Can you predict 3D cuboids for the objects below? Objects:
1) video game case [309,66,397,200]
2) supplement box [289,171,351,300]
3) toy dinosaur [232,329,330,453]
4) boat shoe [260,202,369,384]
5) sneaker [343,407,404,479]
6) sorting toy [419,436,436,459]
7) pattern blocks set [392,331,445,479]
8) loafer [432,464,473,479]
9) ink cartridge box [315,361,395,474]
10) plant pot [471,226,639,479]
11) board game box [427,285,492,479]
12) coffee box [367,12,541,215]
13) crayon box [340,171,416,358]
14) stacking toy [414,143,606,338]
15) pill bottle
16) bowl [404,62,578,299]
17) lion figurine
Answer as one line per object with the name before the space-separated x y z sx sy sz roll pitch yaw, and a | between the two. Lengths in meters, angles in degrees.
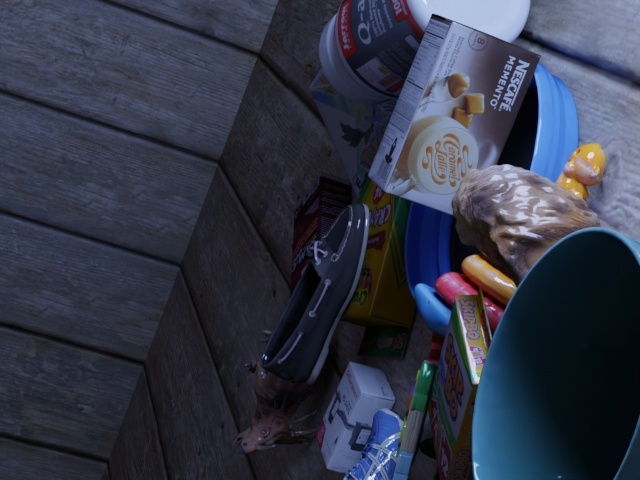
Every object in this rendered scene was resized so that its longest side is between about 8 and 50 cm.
video game case | 0.107 -0.261 2.316 0.329 0.036 0.300 -53 51 47
supplement box | 0.000 0.000 2.533 0.130 0.073 0.239 127 154 -45
toy dinosaur | -0.047 0.260 2.363 0.295 0.127 0.200 -59 26 3
boat shoe | -0.009 0.088 2.164 0.112 0.095 0.335 -120 47 -66
sneaker | 0.083 0.343 1.937 0.080 0.081 0.211 127 156 -50
sorting toy | 0.185 0.269 1.736 0.102 0.061 0.042 -10 48 41
pattern blocks set | 0.131 0.235 1.764 0.325 0.026 0.285 67 -143 -78
loafer | 0.176 0.320 1.664 0.094 0.087 0.251 -119 49 -67
ink cartridge box | 0.056 0.288 2.101 0.109 0.063 0.150 -114 44 -65
plant pot | 0.310 0.159 1.169 0.293 0.235 0.293 -163 90 -72
board game box | 0.165 0.176 1.513 0.259 0.039 0.124 100 167 -49
coffee box | 0.182 -0.169 1.780 0.098 0.141 0.246 -128 59 -70
crayon box | 0.107 0.034 2.163 0.202 0.081 0.318 168 118 -70
stacking toy | 0.268 0.010 1.622 0.302 0.166 0.175 -58 17 7
pill bottle | 0.147 -0.338 2.011 0.363 0.210 0.210 -23 52 64
bowl | 0.243 -0.075 1.862 0.391 0.077 0.391 -162 90 -73
lion figurine | 0.258 0.095 1.380 0.142 0.240 0.392 127 154 -46
